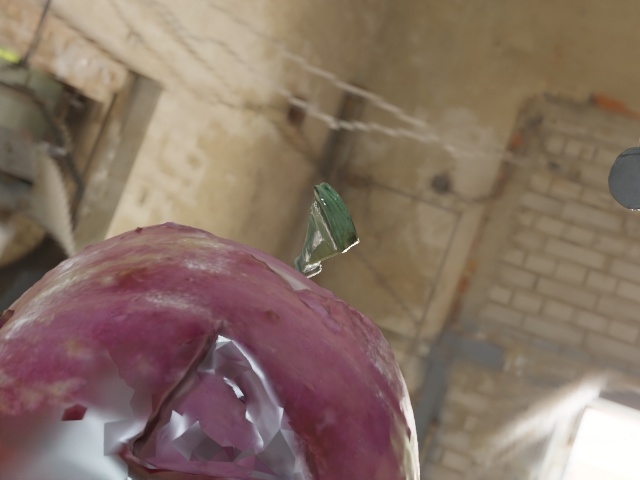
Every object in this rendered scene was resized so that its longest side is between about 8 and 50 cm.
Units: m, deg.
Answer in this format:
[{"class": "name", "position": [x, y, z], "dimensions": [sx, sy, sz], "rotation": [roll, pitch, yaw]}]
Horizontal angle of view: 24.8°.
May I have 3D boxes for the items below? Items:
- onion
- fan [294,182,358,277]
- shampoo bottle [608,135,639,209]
[{"class": "onion", "position": [-0.063, 0.095, 0.469], "dimensions": [0.207, 0.200, 0.200], "rotation": [-22, -5, -5]}, {"class": "fan", "position": [0.000, 0.000, 0.830], "dimensions": [0.016, 0.038, 0.193], "rotation": [-23, -6, -9]}, {"class": "shampoo bottle", "position": [0.195, -0.030, 0.758], "dimensions": [0.040, 0.080, 0.165], "rotation": [-20, -11, 31]}]
